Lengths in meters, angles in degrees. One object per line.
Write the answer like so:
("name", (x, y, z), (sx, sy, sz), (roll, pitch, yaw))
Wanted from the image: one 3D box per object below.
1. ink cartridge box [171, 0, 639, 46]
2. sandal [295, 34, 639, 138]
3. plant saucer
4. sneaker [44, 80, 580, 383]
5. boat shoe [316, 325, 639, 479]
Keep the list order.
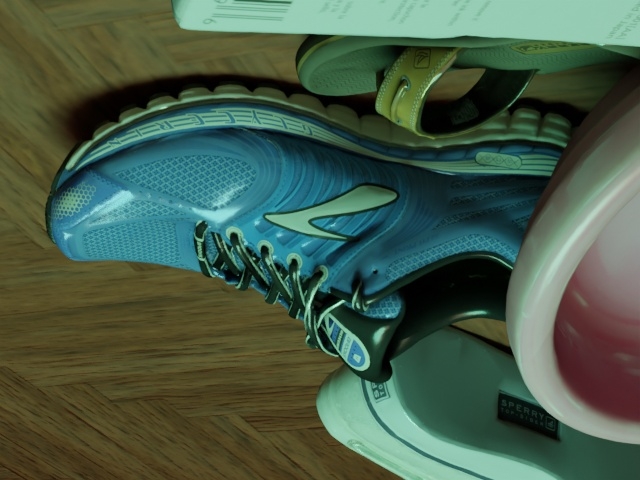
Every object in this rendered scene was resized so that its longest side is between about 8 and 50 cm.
("ink cartridge box", (0.093, -0.164, 0.553), (0.239, 0.060, 0.275), (-2, 155, -23))
("sandal", (0.071, -0.081, 0.781), (0.219, 0.060, 0.090), (1, 177, 42))
("plant saucer", (0.246, -0.019, 0.815), (0.332, 0.084, 0.332), (-12, 141, -10))
("sneaker", (0.000, 0.000, 0.914), (0.330, 0.147, 0.129), (1, 154, 6))
("boat shoe", (0.147, 0.185, 1.292), (0.367, 0.135, 0.156), (24, 147, -31))
